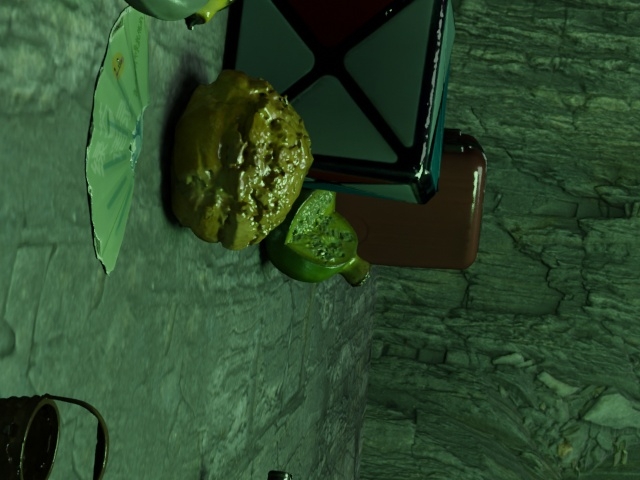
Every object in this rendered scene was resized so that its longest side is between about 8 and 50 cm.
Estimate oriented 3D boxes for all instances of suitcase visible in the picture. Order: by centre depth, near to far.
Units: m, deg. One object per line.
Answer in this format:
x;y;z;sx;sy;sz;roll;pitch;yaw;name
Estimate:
0.133;-0.074;1.969;0.161;0.297;0.236;-83;176;-66;suitcase

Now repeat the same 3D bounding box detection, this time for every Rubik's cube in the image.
0.029;-0.189;1.380;0.246;0.250;0.248;24;75;-81;Rubik's cube

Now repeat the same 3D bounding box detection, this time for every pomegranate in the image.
-0.012;0.003;1.627;0.169;0.122;0.143;55;32;-19;pomegranate

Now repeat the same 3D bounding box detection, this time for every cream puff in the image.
-0.076;-0.081;1.167;0.189;0.129;0.189;9;90;-81;cream puff

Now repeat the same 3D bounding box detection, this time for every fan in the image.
-0.168;-0.090;0.958;0.131;0.009;0.240;25;71;-78;fan

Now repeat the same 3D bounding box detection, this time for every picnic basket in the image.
-0.183;0.139;0.763;0.072;0.083;0.072;7;90;-82;picnic basket

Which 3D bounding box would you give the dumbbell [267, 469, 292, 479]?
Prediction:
-0.070;0.416;1.338;0.192;0.192;0.290;66;32;-73;dumbbell

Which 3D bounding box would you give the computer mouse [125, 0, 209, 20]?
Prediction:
-0.121;-0.314;0.843;0.197;0.095;0.331;85;6;-58;computer mouse

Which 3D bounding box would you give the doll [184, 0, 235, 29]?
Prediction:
-0.088;-0.323;1.072;0.117;0.086;0.291;-31;-139;47;doll
